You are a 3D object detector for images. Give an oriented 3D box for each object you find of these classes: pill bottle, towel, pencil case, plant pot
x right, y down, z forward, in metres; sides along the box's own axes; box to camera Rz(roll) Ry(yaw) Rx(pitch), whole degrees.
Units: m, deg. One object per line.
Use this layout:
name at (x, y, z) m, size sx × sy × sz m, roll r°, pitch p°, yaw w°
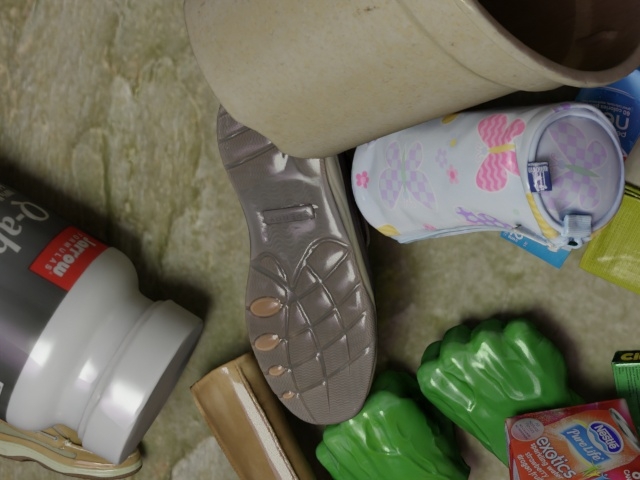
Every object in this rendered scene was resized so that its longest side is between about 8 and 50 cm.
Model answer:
pill bottle at (-0.316, 0.064, 1.810) m, size 0.363 × 0.210 × 0.210 m, roll 29°, pitch 121°, yaw 4°
towel at (0.365, 0.035, 1.654) m, size 0.237 × 0.021 × 0.102 m, roll 24°, pitch 119°, yaw 8°
pencil case at (0.144, -0.057, 1.573) m, size 0.273 × 0.113 × 0.124 m, roll 3°, pitch 106°, yaw 55°
plant pot at (0.060, -0.225, 1.497) m, size 0.305 × 0.334 × 0.334 m, roll -26°, pitch 103°, yaw 40°

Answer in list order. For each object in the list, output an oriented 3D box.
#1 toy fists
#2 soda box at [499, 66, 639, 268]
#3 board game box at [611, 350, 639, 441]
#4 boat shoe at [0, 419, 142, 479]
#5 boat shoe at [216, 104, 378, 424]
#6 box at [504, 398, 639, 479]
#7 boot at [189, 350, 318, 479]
toy fists at (0.121, 0.171, 1.768) m, size 0.279 × 0.096 × 0.142 m, roll -34°, pitch 111°, yaw 28°
soda box at (0.242, -0.082, 1.614) m, size 0.067 × 0.071 × 0.210 m, roll 29°, pitch 120°, yaw 6°
board game box at (0.370, 0.226, 1.739) m, size 0.136 × 0.030 × 0.259 m, roll -2°, pitch 113°, yaw 23°
boat shoe at (-0.284, 0.212, 1.955) m, size 0.190 × 0.068 × 0.072 m, roll 9°, pitch 105°, yaw 17°
boat shoe at (0.000, 0.000, 1.708) m, size 0.132 × 0.130 × 0.355 m, roll -1°, pitch 107°, yaw 22°
box at (0.253, 0.292, 1.705) m, size 0.123 × 0.128 × 0.256 m, roll -9°, pitch 127°, yaw 1°
boot at (-0.051, 0.261, 1.873) m, size 0.269 × 0.089 × 0.236 m, roll 59°, pitch 150°, yaw 5°
